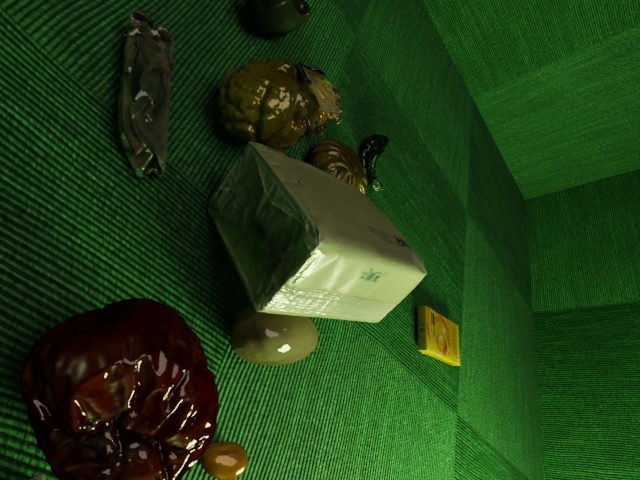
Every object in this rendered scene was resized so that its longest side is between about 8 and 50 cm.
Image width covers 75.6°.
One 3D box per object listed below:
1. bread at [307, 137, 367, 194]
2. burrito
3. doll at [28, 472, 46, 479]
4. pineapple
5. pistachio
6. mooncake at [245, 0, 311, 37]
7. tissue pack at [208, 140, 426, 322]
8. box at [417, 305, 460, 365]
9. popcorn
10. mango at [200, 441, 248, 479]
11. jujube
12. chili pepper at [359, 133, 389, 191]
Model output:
[{"bbox_3d":[0.055,-0.188,1.135,0.213,0.105,0.213,24,57,-42],"label":"bread"},{"bbox_3d":[-0.311,-0.260,0.730,0.096,0.066,0.309,13,70,-52],"label":"burrito"},{"bbox_3d":[-0.351,0.315,0.449,0.207,0.081,0.129,23,94,-43],"label":"doll"},{"bbox_3d":[-0.027,-0.385,1.118,0.186,0.114,0.236,50,33,-27],"label":"pineapple"},{"bbox_3d":[-0.084,0.183,0.813,0.226,0.136,0.135,28,56,-53],"label":"pistachio"},{"bbox_3d":[-0.104,-0.590,1.032,0.168,0.175,0.104,-16,95,-11],"label":"mooncake"},{"bbox_3d":[0.000,0.000,0.848,0.380,0.207,0.297,15,32,-49],"label":"tissue pack"},{"bbox_3d":[0.414,0.336,1.436,0.269,0.043,0.152,32,53,-41],"label":"box"},{"bbox_3d":[-0.120,-0.285,0.911,0.226,0.200,0.203,-110,-173,-51],"label":"popcorn"},{"bbox_3d":[-0.165,0.371,0.699,0.089,0.046,0.060,33,50,-25],"label":"mango"},{"bbox_3d":[-0.247,0.197,0.529,0.213,0.213,0.232,-32,112,-52],"label":"jujube"},{"bbox_3d":[0.193,-0.291,1.380,0.122,0.065,0.278,55,42,-36],"label":"chili pepper"}]
